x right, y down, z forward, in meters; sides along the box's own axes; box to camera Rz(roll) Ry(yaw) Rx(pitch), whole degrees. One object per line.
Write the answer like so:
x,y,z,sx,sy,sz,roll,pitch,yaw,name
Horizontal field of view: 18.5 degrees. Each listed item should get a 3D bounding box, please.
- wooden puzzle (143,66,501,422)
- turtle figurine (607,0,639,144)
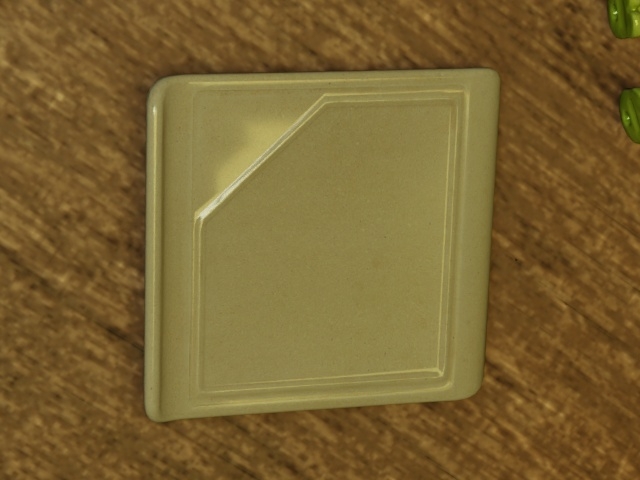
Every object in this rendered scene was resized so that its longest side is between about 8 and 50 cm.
0.000,0.000,1.243,0.239,0.044,0.221,-4,107,-21,wooden puzzle
0.297,-0.147,1.263,0.217,0.087,0.269,-10,117,-6,turtle figurine
